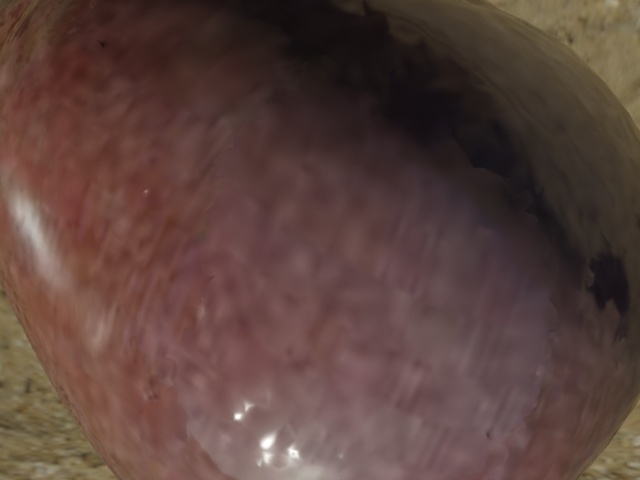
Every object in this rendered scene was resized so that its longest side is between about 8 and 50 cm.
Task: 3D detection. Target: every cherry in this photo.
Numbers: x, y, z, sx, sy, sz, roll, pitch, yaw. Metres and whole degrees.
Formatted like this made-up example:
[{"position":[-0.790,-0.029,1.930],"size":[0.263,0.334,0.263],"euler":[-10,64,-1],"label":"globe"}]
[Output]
[{"position":[0.000,0.000,0.645],"size":[0.307,0.261,0.221],"euler":[41,99,9],"label":"cherry"}]
